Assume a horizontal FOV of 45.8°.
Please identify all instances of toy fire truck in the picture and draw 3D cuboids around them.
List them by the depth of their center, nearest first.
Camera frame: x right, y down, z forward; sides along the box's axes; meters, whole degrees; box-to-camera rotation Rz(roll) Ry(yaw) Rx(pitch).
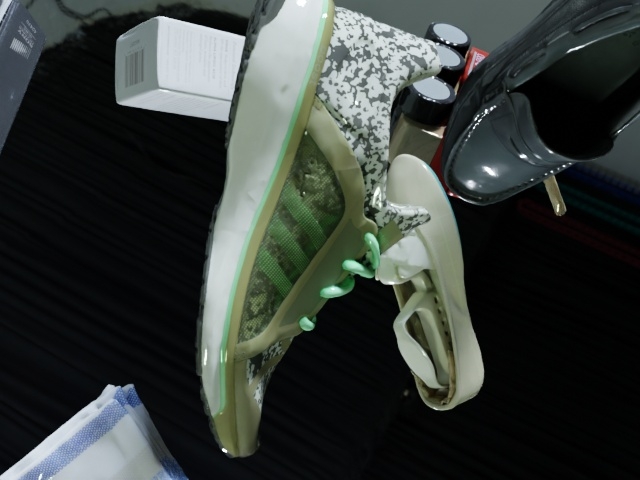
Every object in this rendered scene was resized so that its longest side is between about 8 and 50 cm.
[{"bbox_3d":[0.203,-0.113,0.897,0.217,0.246,0.159,-66,177,-49],"label":"toy fire truck"}]

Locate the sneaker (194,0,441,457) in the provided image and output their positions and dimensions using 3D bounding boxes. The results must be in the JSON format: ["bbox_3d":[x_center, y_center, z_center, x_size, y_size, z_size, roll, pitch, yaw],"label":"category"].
[{"bbox_3d":[0.000,0.000,0.621,0.158,0.181,0.411,-106,-153,-73],"label":"sneaker"}]

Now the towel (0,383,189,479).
[{"bbox_3d":[-0.163,0.282,0.582,0.209,0.285,0.034,-37,161,0],"label":"towel"}]

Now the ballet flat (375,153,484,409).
[{"bbox_3d":[0.095,0.046,0.714,0.086,0.086,0.249,-36,111,-62],"label":"ballet flat"}]

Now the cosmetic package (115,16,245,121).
[{"bbox_3d":[-0.113,-0.192,0.905,0.231,0.117,0.086,1,90,-39],"label":"cosmetic package"}]

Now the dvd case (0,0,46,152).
[{"bbox_3d":[-0.204,0.019,0.273,0.030,0.179,0.239,54,28,-45],"label":"dvd case"}]

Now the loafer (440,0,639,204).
[{"bbox_3d":[0.123,-0.073,0.402,0.223,0.076,0.078,127,-17,-59],"label":"loafer"}]
